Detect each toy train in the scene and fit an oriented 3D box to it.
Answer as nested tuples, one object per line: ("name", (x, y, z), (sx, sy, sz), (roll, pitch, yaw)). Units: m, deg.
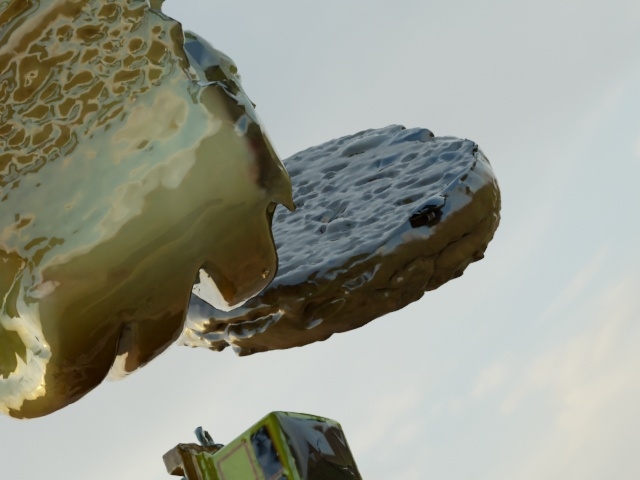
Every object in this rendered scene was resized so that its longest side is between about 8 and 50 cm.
("toy train", (-0.024, 0.192, 1.175), (0.089, 0.219, 0.127), (15, -46, -45))

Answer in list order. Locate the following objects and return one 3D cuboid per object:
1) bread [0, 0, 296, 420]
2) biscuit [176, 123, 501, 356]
("bread", (-0.179, -0.044, 1.161), (0.270, 0.315, 0.211), (-40, -16, -6))
("biscuit", (0.001, 0.002, 1.442), (0.296, 0.075, 0.296), (-19, 18, 7))
